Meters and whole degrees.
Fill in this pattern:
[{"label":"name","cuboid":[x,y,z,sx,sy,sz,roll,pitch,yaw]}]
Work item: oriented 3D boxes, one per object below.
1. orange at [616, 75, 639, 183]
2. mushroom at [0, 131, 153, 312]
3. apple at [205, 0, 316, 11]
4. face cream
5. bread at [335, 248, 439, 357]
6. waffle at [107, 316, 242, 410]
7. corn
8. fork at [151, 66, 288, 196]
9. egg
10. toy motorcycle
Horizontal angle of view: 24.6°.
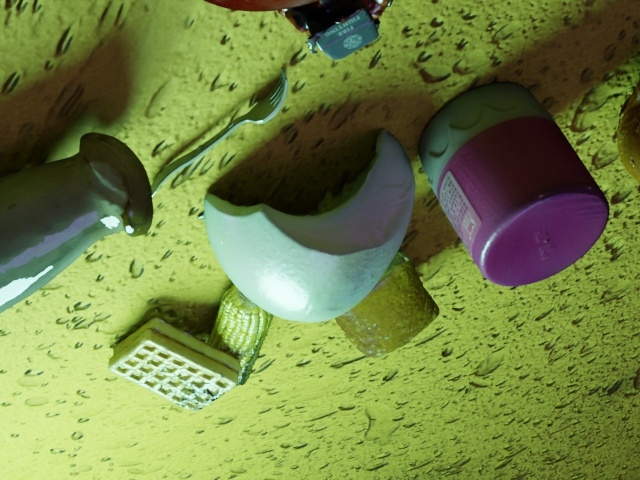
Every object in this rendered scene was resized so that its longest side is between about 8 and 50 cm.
[{"label":"orange","cuboid":[0.467,-0.144,1.840,0.161,0.193,0.193,17,130,-17]},{"label":"mushroom","cuboid":[-0.365,0.018,1.563,0.407,0.137,0.154,-22,133,5]},{"label":"apple","cuboid":[-0.049,-0.320,1.220,0.216,0.260,0.260,-29,155,-42]},{"label":"face cream","cuboid":[0.231,-0.069,1.780,0.175,0.195,0.175,-18,143,-14]},{"label":"bread","cuboid":[0.071,0.070,1.936,0.132,0.103,0.172,-33,145,2]},{"label":"waffle","cuboid":[-0.187,0.161,1.888,0.148,0.042,0.102,31,131,-27]},{"label":"corn","cuboid":[-0.111,0.130,1.929,0.072,0.072,0.203,-7,141,-27]},{"label":"fork","cuboid":[-0.113,-0.111,1.642,0.219,0.034,0.028,-39,135,17]},{"label":"egg","cuboid":[0.004,0.011,1.764,0.271,0.162,0.206,-14,142,-16]},{"label":"toy motorcycle","cuboid":[0.109,-0.294,1.459,0.326,0.148,0.221,-28,144,10]}]
